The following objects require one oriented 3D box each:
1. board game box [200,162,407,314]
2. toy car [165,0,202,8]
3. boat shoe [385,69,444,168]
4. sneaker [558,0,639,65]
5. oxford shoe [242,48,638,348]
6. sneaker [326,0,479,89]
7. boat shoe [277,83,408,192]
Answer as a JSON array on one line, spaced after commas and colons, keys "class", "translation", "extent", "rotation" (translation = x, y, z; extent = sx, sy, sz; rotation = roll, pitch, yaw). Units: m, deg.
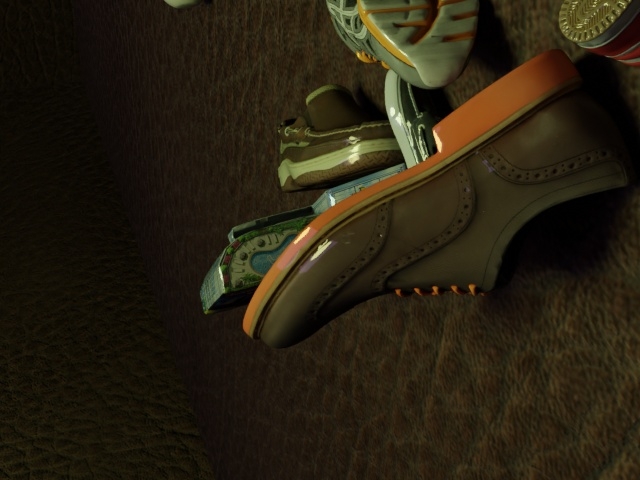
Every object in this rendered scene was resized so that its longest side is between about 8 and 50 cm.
[{"class": "board game box", "translation": [0.000, 0.000, 0.633], "extent": [0.194, 0.194, 0.060], "rotation": [139, 116, -71]}, {"class": "toy car", "translation": [-0.223, -0.413, 1.067], "extent": [0.182, 0.136, 0.159], "rotation": [-172, 70, -68]}, {"class": "boat shoe", "translation": [0.089, -0.073, 0.595], "extent": [0.040, 0.049, 0.142], "rotation": [-19, 83, 39]}, {"class": "sneaker", "translation": [0.171, -0.131, 0.352], "extent": [0.118, 0.067, 0.042], "rotation": [-47, 50, 30]}, {"class": "oxford shoe", "translation": [0.061, 0.006, 0.474], "extent": [0.271, 0.097, 0.098], "rotation": [-39, 80, 26]}, {"class": "sneaker", "translation": [0.055, -0.167, 0.577], "extent": [0.215, 0.084, 0.083], "rotation": [-110, 18, -47]}, {"class": "boat shoe", "translation": [0.007, -0.099, 0.720], "extent": [0.257, 0.095, 0.095], "rotation": [179, 84, -70]}]
